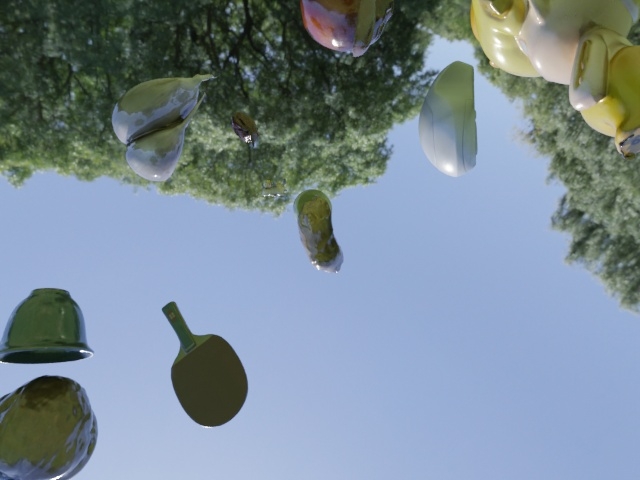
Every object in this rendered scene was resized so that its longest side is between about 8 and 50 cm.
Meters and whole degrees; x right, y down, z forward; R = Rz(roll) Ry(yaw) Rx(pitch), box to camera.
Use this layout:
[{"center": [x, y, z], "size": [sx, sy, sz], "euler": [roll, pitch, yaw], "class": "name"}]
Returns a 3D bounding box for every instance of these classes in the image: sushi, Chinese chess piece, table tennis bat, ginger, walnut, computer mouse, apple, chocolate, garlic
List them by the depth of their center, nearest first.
[{"center": [0.073, -0.350, 0.718], "size": [0.031, 0.101, 0.064], "euler": [10, -178, 8], "class": "chocolate"}, {"center": [-0.248, 0.240, 0.900], "size": [0.274, 0.154, 0.021], "euler": [54, -175, 20], "class": "table tennis bat"}, {"center": [0.002, -0.001, 0.906], "size": [0.068, 0.190, 0.095], "euler": [15, -138, 41], "class": "ginger"}, {"center": [0.276, -0.258, 0.959], "size": [0.121, 0.184, 0.297], "euler": [-5, -137, 20], "class": "computer mouse"}, {"center": [-0.624, 0.429, 0.992], "size": [0.248, 0.248, 0.248], "euler": [11, -143, -8], "class": "walnut"}, {"center": [0.070, -0.572, 1.088], "size": [0.229, 0.230, 0.230], "euler": [11, -143, -8], "class": "apple"}, {"center": [-0.213, -0.314, 1.257], "size": [0.052, 0.055, 0.120], "euler": [-36, -118, -24], "class": "sushi"}, {"center": [-0.436, -0.317, 1.268], "size": [0.232, 0.340, 0.246], "euler": [61, -157, 5], "class": "garlic"}, {"center": [-0.029, -0.112, 1.596], "size": [0.144, 0.058, 0.144], "euler": [2, -97, -18], "class": "Chinese chess piece"}]

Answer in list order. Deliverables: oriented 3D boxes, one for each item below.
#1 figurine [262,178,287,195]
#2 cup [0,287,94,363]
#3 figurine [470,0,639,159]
[{"center": [-0.147, -0.171, 1.413], "size": [0.083, 0.051, 0.047], "euler": [-6, -157, 1], "class": "figurine"}, {"center": [-0.616, 0.188, 1.002], "size": [0.199, 0.199, 0.150], "euler": [1, -112, -20], "class": "cup"}, {"center": [0.188, -0.157, 0.326], "size": [0.156, 0.131, 0.247], "euler": [9, -130, -29], "class": "figurine"}]
